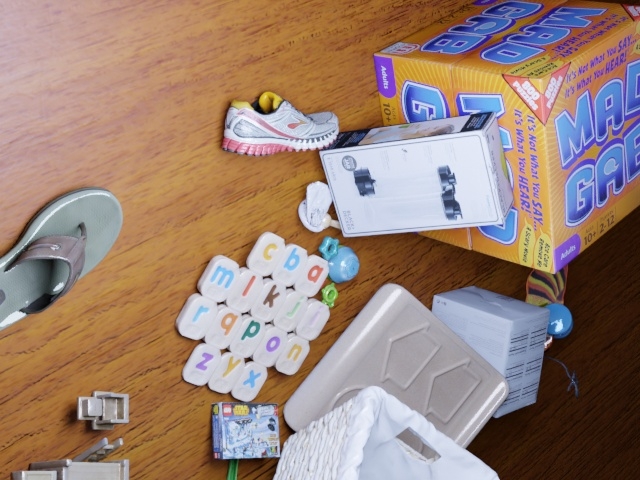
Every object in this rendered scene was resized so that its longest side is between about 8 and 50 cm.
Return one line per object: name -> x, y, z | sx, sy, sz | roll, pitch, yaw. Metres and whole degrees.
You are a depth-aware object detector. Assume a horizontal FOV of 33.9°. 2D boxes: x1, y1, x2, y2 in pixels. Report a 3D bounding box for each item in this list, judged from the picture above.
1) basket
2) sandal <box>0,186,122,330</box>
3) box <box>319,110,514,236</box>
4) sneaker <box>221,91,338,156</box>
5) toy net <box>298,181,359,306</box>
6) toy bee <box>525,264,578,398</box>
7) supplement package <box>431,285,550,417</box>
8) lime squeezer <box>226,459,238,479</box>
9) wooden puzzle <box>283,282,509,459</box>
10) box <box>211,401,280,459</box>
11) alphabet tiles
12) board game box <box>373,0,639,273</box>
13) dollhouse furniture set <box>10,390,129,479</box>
basket -> 0.089, 0.482, 1.755 | 0.328, 0.266, 0.331 | 38, 45, -22
sandal -> -0.375, 0.047, 1.407 | 0.303, 0.086, 0.120 | -44, 131, -27
box -> 0.162, -0.106, 1.744 | 0.087, 0.290, 0.169 | -50, 128, -54
sneaker -> -0.055, -0.189, 1.665 | 0.225, 0.088, 0.093 | -11, 110, -44
toy net -> 0.000, 0.000, 1.823 | 0.122, 0.045, 0.232 | -43, 129, -26
toy bee -> 0.479, 0.188, 2.324 | 0.195, 0.162, 0.298 | 67, 23, -54
supplement package -> 0.336, 0.221, 2.136 | 0.149, 0.194, 0.203 | -9, 110, -46
lime squeezer -> -0.152, 0.493, 1.795 | 0.058, 0.110, 0.310 | -2, 72, -12
wooden puzzle -> 0.141, 0.291, 1.964 | 0.348, 0.080, 0.322 | 41, 87, -24
box -> -0.126, 0.324, 1.785 | 0.137, 0.027, 0.094 | 12, 71, -48
alphabet tiles -> -0.107, 0.129, 1.741 | 0.284, 0.021, 0.278 | 28, 93, -43
board game box -> 0.362, -0.211, 1.897 | 0.356, 0.356, 0.357 | -33, 125, -35
dollhouse furniture set -> -0.379, 0.295, 1.512 | 0.182, 0.101, 0.161 | 14, 68, -47
